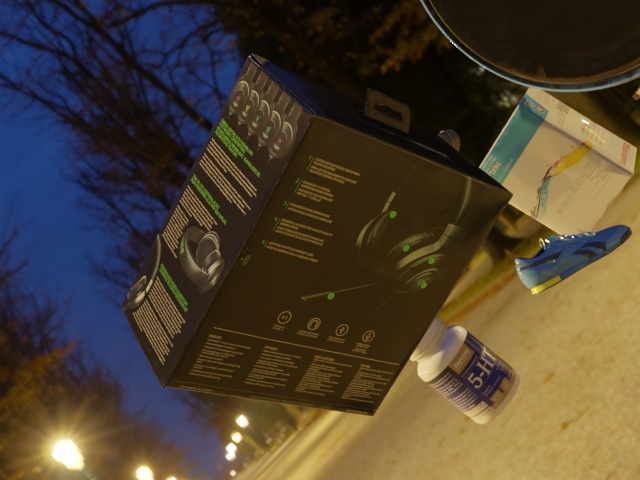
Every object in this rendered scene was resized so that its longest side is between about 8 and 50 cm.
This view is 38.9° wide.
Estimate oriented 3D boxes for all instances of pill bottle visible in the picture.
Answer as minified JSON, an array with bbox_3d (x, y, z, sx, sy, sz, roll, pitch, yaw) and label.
[{"bbox_3d":[0.227,0.207,1.505,0.112,0.186,0.112,-51,5,6],"label":"pill bottle"}]

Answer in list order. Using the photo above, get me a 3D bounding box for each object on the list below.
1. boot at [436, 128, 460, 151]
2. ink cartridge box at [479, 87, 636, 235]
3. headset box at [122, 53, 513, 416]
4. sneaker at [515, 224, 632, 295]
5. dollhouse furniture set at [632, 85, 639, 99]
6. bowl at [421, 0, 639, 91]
[{"bbox_3d":[0.155,-0.121,1.714,0.208,0.076,0.190,-19,-50,-26],"label":"boot"},{"bbox_3d":[0.503,-0.164,1.937,0.197,0.270,0.198,-61,-7,29],"label":"ink cartridge box"},{"bbox_3d":[0.000,0.000,0.820,0.246,0.131,0.283,15,-68,-38],"label":"headset box"},{"bbox_3d":[0.435,0.012,1.564,0.209,0.082,0.069,-28,-8,-2],"label":"sneaker"},{"bbox_3d":[0.696,-0.304,1.687,0.129,0.129,0.184,-54,-5,-2],"label":"dollhouse furniture set"},{"bbox_3d":[0.266,-0.342,0.993,0.077,0.391,0.391,-48,-3,-43],"label":"bowl"}]
